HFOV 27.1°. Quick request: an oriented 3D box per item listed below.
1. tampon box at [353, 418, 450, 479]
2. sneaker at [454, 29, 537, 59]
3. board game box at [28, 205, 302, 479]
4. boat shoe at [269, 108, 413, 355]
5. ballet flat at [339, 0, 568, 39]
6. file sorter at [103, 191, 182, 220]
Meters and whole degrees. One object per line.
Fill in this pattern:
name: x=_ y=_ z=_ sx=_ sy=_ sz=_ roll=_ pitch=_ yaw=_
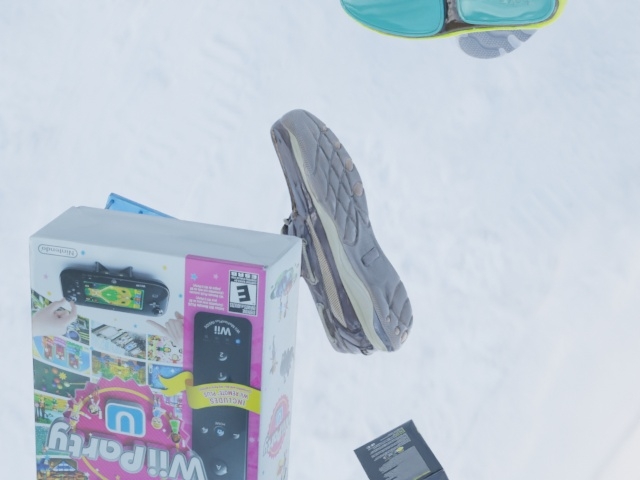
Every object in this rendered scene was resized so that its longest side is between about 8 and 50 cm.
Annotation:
tampon box: x=0.134 y=0.358 z=1.911 sx=0.101 sy=0.161 sz=0.120 roll=-29 pitch=114 yaw=-3
sneaker: x=0.240 y=-0.348 z=1.582 sx=0.105 sy=0.115 sz=0.281 roll=22 pitch=105 yaw=-16
board game box: x=-0.143 y=0.136 z=1.218 sx=0.224 sy=0.097 sz=0.303 roll=8 pitch=111 yaw=14
boat shoe: x=0.000 y=0.000 z=1.798 sx=0.130 sy=0.132 sz=0.355 roll=-21 pitch=92 yaw=27
ballet flat: x=0.136 y=-0.243 z=1.335 sx=0.231 sy=0.077 sz=0.077 roll=4 pitch=109 yaw=19
file sorter: x=-0.216 y=0.039 z=1.669 sx=0.170 sy=0.104 sz=0.118 roll=22 pitch=118 yaw=2
